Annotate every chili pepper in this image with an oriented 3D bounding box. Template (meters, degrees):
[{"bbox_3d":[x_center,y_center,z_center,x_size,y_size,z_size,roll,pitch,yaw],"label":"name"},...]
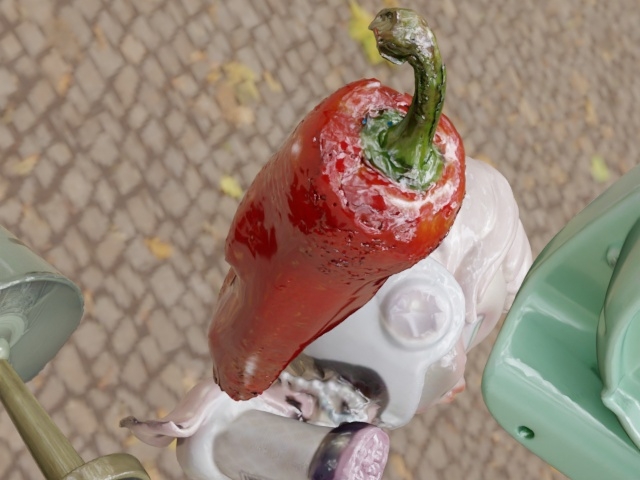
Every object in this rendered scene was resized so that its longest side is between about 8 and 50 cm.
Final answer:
[{"bbox_3d":[0.000,0.000,0.906,0.110,0.387,0.110,10,60,-19],"label":"chili pepper"}]

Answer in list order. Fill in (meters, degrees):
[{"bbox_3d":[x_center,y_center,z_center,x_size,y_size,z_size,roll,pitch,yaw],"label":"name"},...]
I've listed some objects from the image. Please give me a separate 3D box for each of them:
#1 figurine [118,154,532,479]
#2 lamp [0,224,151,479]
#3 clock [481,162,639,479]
[{"bbox_3d":[0.027,0.068,1.250,0.211,0.253,0.361,44,68,-16],"label":"figurine"},{"bbox_3d":[-0.178,0.074,0.872,0.121,0.121,0.214,0,43,-52],"label":"lamp"},{"bbox_3d":[0.142,0.027,0.420,0.148,0.188,0.060,33,51,0],"label":"clock"}]
